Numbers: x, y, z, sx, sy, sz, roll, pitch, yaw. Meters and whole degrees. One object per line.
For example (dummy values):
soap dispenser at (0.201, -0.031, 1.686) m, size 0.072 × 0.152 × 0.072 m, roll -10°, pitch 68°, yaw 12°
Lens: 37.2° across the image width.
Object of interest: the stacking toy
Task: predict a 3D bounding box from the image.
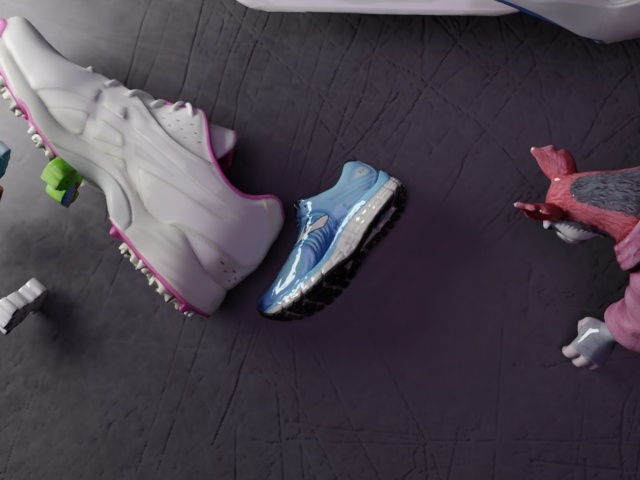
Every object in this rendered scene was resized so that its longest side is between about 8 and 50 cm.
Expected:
stacking toy at (-0.292, -0.037, 0.795) m, size 0.167 × 0.052 × 0.221 m, roll 40°, pitch 135°, yaw 7°

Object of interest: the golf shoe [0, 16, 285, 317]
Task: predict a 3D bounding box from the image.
golf shoe at (-0.155, -0.083, 0.813) m, size 0.140 × 0.115 × 0.306 m, roll -40°, pitch 91°, yaw -4°

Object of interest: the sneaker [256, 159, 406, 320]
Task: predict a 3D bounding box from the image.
sneaker at (0.000, 0.000, 0.812) m, size 0.073 × 0.063 × 0.162 m, roll 40°, pitch 89°, yaw 22°

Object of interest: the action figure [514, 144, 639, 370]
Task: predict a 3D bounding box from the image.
action figure at (0.316, 0.015, 0.663) m, size 0.370 × 0.276 × 0.248 m, roll 11°, pitch 97°, yaw -5°

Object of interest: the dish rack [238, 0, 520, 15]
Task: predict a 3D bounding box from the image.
dish rack at (0.062, -0.347, 0.791) m, size 0.285 × 0.072 × 0.333 m, roll 3°, pitch 90°, yaw 9°

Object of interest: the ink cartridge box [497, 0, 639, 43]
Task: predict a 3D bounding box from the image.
ink cartridge box at (0.267, -0.353, 0.623) m, size 0.151 × 0.270 × 0.396 m, roll 15°, pitch 84°, yaw -33°
